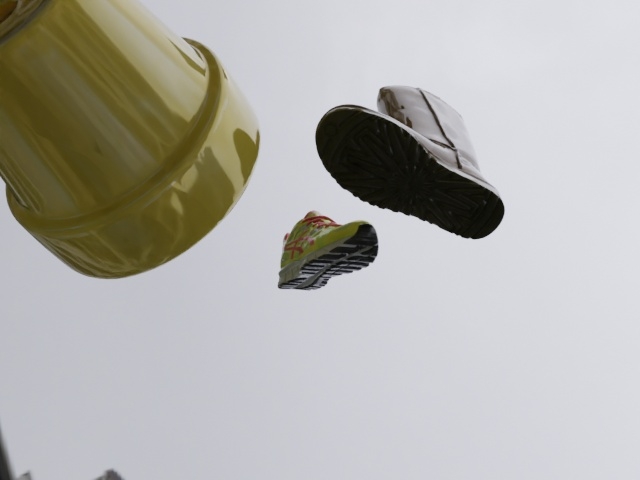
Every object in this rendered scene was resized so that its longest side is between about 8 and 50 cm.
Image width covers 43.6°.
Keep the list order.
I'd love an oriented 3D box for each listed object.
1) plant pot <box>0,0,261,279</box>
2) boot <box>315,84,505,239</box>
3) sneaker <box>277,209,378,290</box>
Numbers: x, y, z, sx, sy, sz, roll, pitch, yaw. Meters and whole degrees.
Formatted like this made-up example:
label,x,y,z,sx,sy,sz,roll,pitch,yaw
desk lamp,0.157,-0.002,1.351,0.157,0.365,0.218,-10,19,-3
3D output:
label,x,y,z,sx,sy,sz,roll,pitch,yaw
plant pot,-0.218,-0.130,0.738,0.254,0.239,0.254,-16,-130,19
boot,0.092,-0.122,0.938,0.089,0.236,0.269,-51,-160,23
sneaker,0.000,0.000,1.025,0.208,0.081,0.094,-27,-119,54
